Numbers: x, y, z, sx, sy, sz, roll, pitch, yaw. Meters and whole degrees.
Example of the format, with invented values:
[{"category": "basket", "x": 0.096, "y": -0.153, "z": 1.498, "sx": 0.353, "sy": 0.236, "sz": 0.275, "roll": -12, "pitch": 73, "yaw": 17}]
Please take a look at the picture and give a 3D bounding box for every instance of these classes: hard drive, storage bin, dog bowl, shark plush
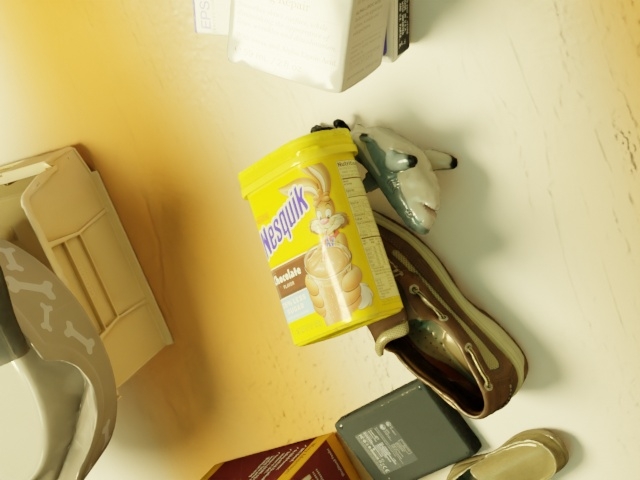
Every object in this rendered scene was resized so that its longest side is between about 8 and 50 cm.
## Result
[{"category": "hard drive", "x": 0.089, "y": 0.201, "z": 1.254, "sx": 0.135, "sy": 0.022, "sz": 0.094, "roll": -33, "pitch": 94, "yaw": 40}, {"category": "storage bin", "x": -0.340, "y": 0.051, "z": 1.380, "sx": 0.262, "sy": 0.123, "sz": 0.260, "roll": -11, "pitch": 109, "yaw": 36}, {"category": "dog bowl", "x": -0.369, "y": 0.146, "z": 1.305, "sx": 0.348, "sy": 0.102, "sz": 0.349, "roll": 15, "pitch": 122, "yaw": 26}, {"category": "shark plush", "x": 0.045, "y": -0.068, "z": 1.102, "sx": 0.161, "sy": 0.073, "sz": 0.067, "roll": 28, "pitch": 110, "yaw": 24}]

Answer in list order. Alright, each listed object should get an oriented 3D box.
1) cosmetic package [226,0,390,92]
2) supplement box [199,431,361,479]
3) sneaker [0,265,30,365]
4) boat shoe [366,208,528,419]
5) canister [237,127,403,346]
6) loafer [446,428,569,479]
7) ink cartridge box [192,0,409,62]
[{"category": "cosmetic package", "x": -0.002, "y": -0.248, "z": 0.974, "sx": 0.117, "sy": 0.085, "sz": 0.231, "roll": 18, "pitch": 123, "yaw": 21}, {"category": "supplement box", "x": -0.070, "y": 0.328, "z": 1.313, "sx": 0.194, "sy": 0.191, "sz": 0.129, "roll": -23, "pitch": 101, "yaw": 39}, {"category": "sneaker", "x": -0.382, "y": 0.077, "z": 1.158, "sx": 0.222, "sy": 0.083, "sz": 0.118, "roll": -8, "pitch": 110, "yaw": 33}, {"category": "boat shoe", "x": 0.080, "y": 0.066, "z": 1.139, "sx": 0.257, "sy": 0.095, "sz": 0.095, "roll": 39, "pitch": 129, "yaw": 9}, {"category": "canister", "x": 0.000, "y": 0.000, "z": 1.096, "sx": 0.126, "sy": 0.073, "sz": 0.170, "roll": -27, "pitch": 78, "yaw": 49}, {"category": "loafer", "x": 0.181, "y": 0.232, "z": 1.194, "sx": 0.148, "sy": 0.050, "sz": 0.056, "roll": -36, "pitch": 93, "yaw": 40}, {"category": "ink cartridge box", "x": -0.021, "y": -0.271, "z": 1.054, "sx": 0.208, "sy": 0.045, "sz": 0.206, "roll": 12, "pitch": 120, "yaw": 24}]
